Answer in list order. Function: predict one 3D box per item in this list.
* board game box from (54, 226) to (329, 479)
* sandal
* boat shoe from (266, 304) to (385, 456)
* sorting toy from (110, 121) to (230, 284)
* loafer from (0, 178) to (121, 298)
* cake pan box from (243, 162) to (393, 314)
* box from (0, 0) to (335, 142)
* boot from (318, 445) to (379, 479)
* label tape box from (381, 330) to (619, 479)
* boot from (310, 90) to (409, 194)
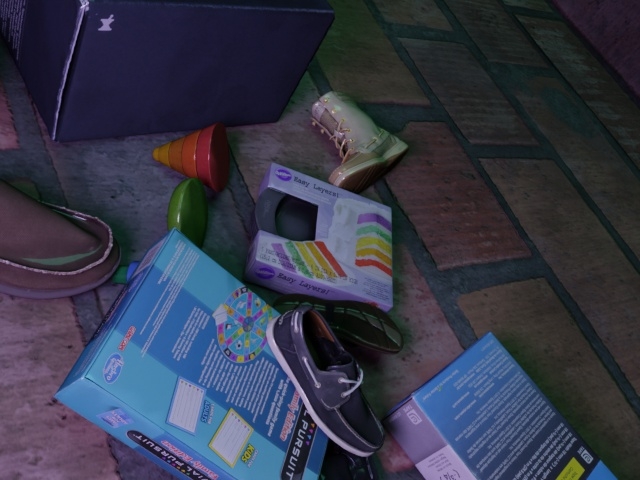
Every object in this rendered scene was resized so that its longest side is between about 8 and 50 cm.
[{"bbox_3d":[-0.131,0.184,0.884,0.336,0.079,0.253,42,41,-19],"label":"board game box"},{"bbox_3d":[0.026,0.144,1.102,0.219,0.060,0.090,10,42,-6],"label":"sandal"},{"bbox_3d":[0.019,0.192,0.914,0.233,0.079,0.084,56,36,-4],"label":"boat shoe"},{"bbox_3d":[-0.251,-0.058,1.091,0.126,0.127,0.365,4,48,10],"label":"sorting toy"},{"bbox_3d":[-0.445,-0.021,0.892,0.366,0.130,0.133,12,48,-23],"label":"loafer"},{"bbox_3d":[0.000,0.000,1.198,0.267,0.070,0.245,21,43,-15],"label":"cake pan box"},{"bbox_3d":[-0.317,-0.463,1.233,0.480,0.297,0.471,-13,60,-39],"label":"box"},{"bbox_3d":[0.022,0.310,0.961,0.099,0.045,0.121,-3,57,-32],"label":"boot"},{"bbox_3d":[0.290,0.340,1.054,0.241,0.106,0.333,-25,70,-42],"label":"label tape box"},{"bbox_3d":[0.047,-0.204,1.380,0.203,0.095,0.262,45,42,9],"label":"boot"}]
